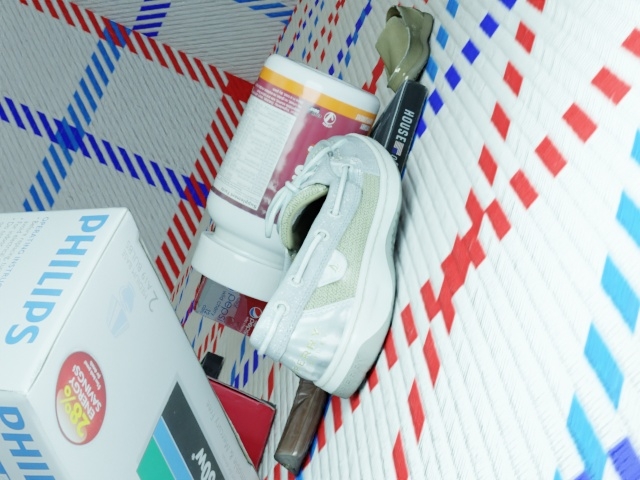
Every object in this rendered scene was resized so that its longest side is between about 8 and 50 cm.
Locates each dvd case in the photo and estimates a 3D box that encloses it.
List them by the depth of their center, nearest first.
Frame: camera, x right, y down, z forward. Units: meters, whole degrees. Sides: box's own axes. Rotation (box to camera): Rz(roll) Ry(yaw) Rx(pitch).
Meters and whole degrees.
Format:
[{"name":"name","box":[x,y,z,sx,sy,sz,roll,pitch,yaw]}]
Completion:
[{"name":"dvd case","box":[0.030,-0.023,1.758,0.239,0.029,0.179,123,168,-54]}]

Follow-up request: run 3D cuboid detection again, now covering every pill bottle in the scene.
[{"name":"pill bottle","box":[-0.037,-0.059,1.754,0.121,0.121,0.221,-114,46,-81]}]

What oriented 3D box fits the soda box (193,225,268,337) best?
[{"name":"soda box","box":[-0.092,0.022,2.263,0.263,0.092,0.083,-83,18,-68]}]

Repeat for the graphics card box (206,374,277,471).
[{"name":"graphics card box","box":[-0.221,0.251,1.877,0.371,0.232,0.094,-56,13,47]}]

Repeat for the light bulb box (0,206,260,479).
[{"name":"light bulb box","box":[-0.294,0.174,1.592,0.225,0.361,0.358,-66,-35,-43]}]

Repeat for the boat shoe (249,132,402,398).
[{"name":"boat shoe","box":[-0.001,0.003,1.514,0.320,0.103,0.118,-86,22,-53]}]

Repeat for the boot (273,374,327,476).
[{"name":"boot","box":[-0.019,0.148,1.555,0.106,0.037,0.114,128,160,-71]}]

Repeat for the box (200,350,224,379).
[{"name":"box","box":[-0.183,0.235,2.505,0.162,0.029,0.116,122,169,-58]}]

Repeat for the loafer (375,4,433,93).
[{"name":"loafer","box":[0.081,-0.193,1.845,0.148,0.050,0.056,-78,13,-59]}]
